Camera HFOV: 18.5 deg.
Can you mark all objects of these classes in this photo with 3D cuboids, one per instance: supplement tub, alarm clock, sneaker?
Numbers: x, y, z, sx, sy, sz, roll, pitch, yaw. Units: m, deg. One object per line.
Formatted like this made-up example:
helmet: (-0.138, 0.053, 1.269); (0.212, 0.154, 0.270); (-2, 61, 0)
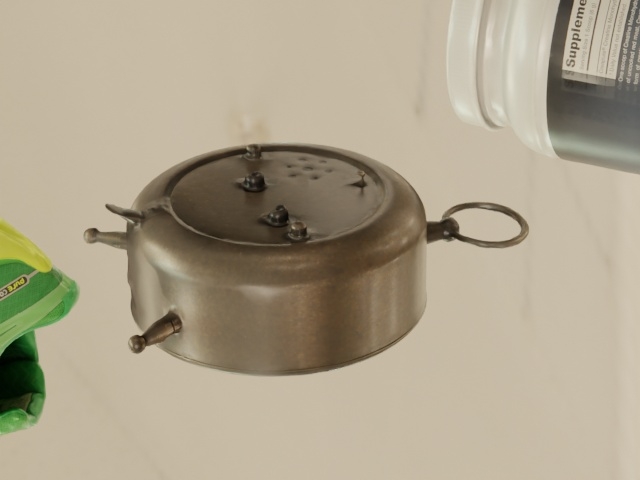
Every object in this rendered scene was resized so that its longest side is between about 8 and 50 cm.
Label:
supplement tub: (0.245, -0.139, 1.391); (0.191, 0.272, 0.191); (13, -90, -68)
alarm clock: (0.000, 0.000, 0.856); (0.129, 0.192, 0.064); (-124, 32, -58)
sneaker: (-0.259, 0.114, 1.355); (0.123, 0.295, 0.109); (30, -146, -8)
